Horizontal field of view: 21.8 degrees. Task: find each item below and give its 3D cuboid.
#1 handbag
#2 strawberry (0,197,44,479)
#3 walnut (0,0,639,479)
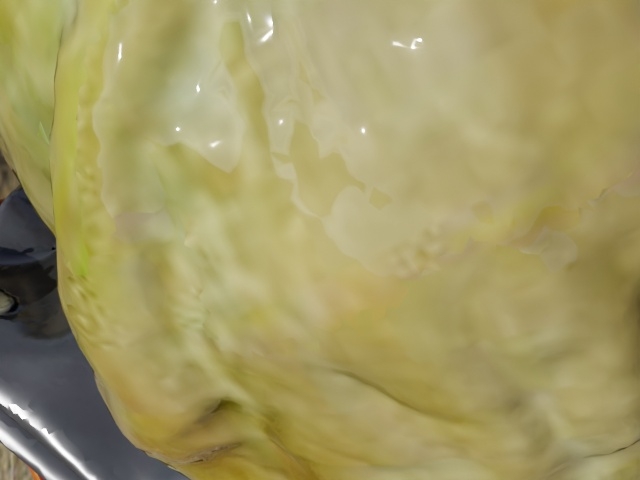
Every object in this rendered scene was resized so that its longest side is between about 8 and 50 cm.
[{"bbox_3d":[-0.119,0.031,1.181,0.288,0.152,0.342,26,56,8],"label":"handbag"},{"bbox_3d":[-0.190,0.106,1.335,0.149,0.265,0.336,-25,93,-12],"label":"strawberry"},{"bbox_3d":[0.037,-0.045,0.439,0.227,0.283,0.283,27,65,29],"label":"walnut"}]
